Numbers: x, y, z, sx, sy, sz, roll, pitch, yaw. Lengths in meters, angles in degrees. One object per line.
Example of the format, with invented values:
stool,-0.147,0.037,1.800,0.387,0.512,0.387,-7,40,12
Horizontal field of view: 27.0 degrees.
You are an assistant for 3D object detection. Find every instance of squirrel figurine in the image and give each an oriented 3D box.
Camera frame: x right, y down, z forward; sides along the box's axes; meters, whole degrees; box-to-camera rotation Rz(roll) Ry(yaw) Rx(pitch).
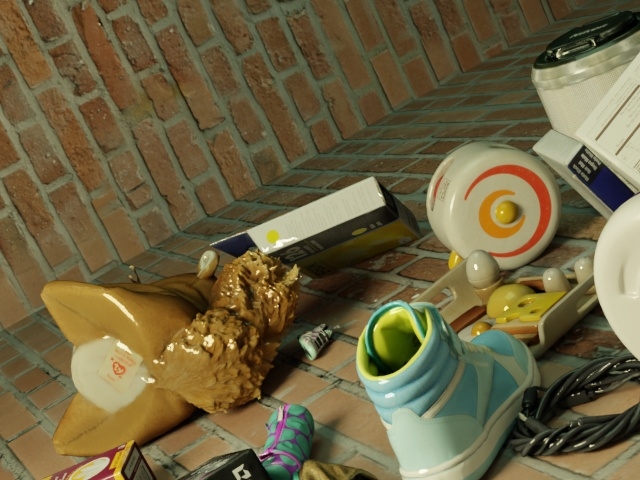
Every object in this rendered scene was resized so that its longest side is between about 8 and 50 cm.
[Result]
squirrel figurine,-0.209,0.154,2.152,0.397,0.281,0.370,-5,10,21

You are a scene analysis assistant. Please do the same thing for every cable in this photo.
cable,0.291,0.181,1.457,0.184,0.047,0.150,-15,17,37

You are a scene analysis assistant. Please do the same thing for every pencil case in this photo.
pencil case,-0.046,0.266,1.701,0.064,0.070,0.152,-23,15,11

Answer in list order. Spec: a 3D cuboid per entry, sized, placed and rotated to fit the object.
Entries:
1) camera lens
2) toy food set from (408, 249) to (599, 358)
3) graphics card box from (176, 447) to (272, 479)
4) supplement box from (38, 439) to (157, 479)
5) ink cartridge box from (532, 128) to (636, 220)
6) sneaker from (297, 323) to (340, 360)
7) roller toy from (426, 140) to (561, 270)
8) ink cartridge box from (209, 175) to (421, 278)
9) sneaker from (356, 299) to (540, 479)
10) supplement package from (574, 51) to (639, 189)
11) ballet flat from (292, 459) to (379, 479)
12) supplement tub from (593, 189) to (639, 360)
camera lens,0.473,-0.207,2.092,0.219,0.274,0.219,-25,14,6
toy food set,0.256,0.073,1.828,0.219,0.092,0.306,-35,16,-36
graphics card box,-0.228,0.369,1.489,0.371,0.094,0.233,-30,-3,-18
supplement box,-0.329,0.362,1.832,0.188,0.081,0.104,-24,14,10
ink cartridge box,0.397,-0.050,1.771,0.045,0.223,0.224,-47,13,7
sneaker,0.001,0.153,2.104,0.069,0.038,0.098,-27,14,-3
roller toy,0.268,-0.052,2.065,0.209,0.191,0.146,-27,14,-4
ink cartridge box,0.000,0.000,2.339,0.307,0.072,0.303,-24,-14,11
sneaker,0.150,0.133,1.550,0.127,0.208,0.319,-20,14,28
supplement package,0.477,-0.136,1.683,0.204,0.145,0.262,-53,-33,8
ballet flat,0.030,0.315,1.354,0.124,0.116,0.342,-6,11,2
supplement tub,0.474,-0.011,1.430,0.331,0.241,0.241,-37,17,-37
